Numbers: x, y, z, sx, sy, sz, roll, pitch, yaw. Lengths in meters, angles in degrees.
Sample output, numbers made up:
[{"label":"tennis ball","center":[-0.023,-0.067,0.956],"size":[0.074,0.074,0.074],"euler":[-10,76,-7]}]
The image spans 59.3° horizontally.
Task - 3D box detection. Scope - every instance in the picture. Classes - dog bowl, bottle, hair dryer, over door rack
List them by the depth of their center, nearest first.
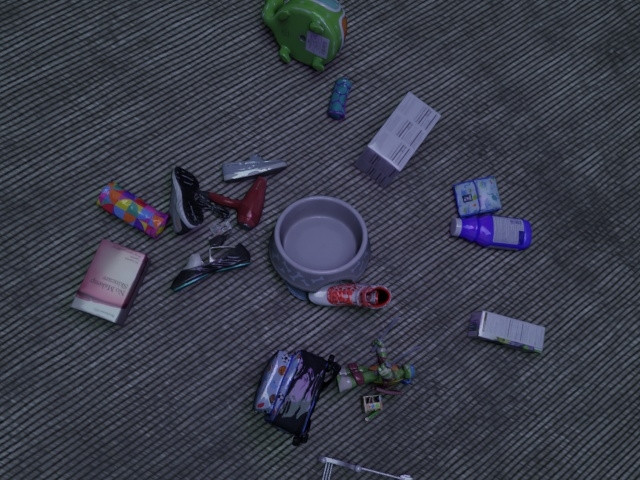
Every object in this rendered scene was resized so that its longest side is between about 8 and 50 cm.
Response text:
[{"label":"over door rack","center":[0.128,0.828,1.758],"size":[0.325,0.108,0.239],"euler":[15,77,-6]},{"label":"dog bowl","center":[0.000,0.000,1.872],"size":[0.349,0.102,0.348],"euler":[1,58,-2]},{"label":"hair dryer","center":[-0.300,-0.127,1.914],"size":[0.294,0.080,0.223],"euler":[-31,84,-14]},{"label":"bottle","center":[0.614,-0.033,2.032],"size":[0.283,0.092,0.118],"euler":[6,73,-8]}]

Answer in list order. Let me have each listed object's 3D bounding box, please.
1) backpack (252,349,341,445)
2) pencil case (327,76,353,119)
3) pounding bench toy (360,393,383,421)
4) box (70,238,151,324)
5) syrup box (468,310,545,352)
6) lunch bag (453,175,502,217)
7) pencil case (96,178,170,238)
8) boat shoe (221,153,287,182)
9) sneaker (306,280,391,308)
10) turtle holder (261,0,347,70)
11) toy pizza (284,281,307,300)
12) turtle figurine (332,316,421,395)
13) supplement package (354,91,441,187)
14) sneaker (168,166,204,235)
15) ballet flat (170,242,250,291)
[{"label":"backpack","center":[-0.092,0.466,1.724],"size":[0.213,0.263,0.276],"euler":[26,68,4]},{"label":"pencil case","center":[0.073,-0.520,2.068],"size":[0.070,0.064,0.151],"euler":[12,76,10]},{"label":"pounding bench toy","center":[0.172,0.551,1.854],"size":[0.065,0.052,0.083],"euler":[-4,78,-10]},{"label":"box","center":[-0.655,0.134,1.774],"size":[0.149,0.127,0.232],"euler":[21,75,-5]},{"label":"syrup box","center":[0.646,0.319,1.960],"size":[0.237,0.093,0.096],"euler":[15,76,-6]},{"label":"lunch bag","center":[0.570,-0.157,2.058],"size":[0.152,0.096,0.128],"euler":[-10,82,3]},{"label":"pencil case","center":[-0.614,-0.102,1.850],"size":[0.236,0.104,0.104],"euler":[33,75,-1]},{"label":"boat shoe","center":[-0.232,-0.261,1.954],"size":[0.228,0.079,0.081],"euler":[-13,84,-8]},{"label":"sneaker","center":[0.099,0.177,1.858],"size":[0.270,0.145,0.090],"euler":[5,86,-16]},{"label":"turtle holder","center":[-0.052,-0.776,2.042],"size":[0.321,0.243,0.227],"euler":[10,54,33]},{"label":"toy pizza","center":[-0.031,0.108,1.927],"size":[0.202,0.032,0.201],"euler":[2,81,-12]},{"label":"turtle figurine","center":[0.169,0.381,1.821],"size":[0.267,0.274,0.197],"euler":[-11,43,-6]},{"label":"supplement package","center":[0.267,-0.351,1.989],"size":[0.145,0.204,0.261],"euler":[38,75,-1]},{"label":"sneaker","center":[-0.462,-0.136,1.859],"size":[0.100,0.108,0.271],"euler":[25,39,-42]},{"label":"ballet flat","center":[-0.370,0.079,1.852],"size":[0.281,0.095,0.096],"euler":[-20,87,-22]}]
